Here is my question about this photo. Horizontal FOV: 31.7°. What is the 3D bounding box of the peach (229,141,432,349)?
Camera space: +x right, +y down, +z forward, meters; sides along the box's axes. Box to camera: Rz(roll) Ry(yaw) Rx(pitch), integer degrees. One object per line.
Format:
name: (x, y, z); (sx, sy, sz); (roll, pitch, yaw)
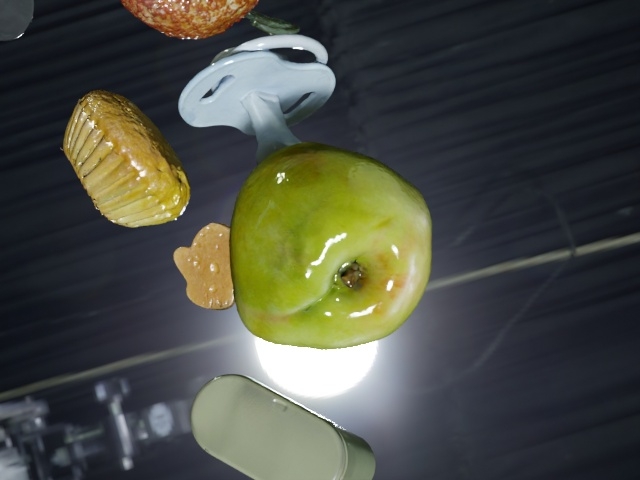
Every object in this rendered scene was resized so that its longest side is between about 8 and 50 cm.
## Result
peach: (0.007, 0.001, 1.646); (0.315, 0.314, 0.281); (-101, -6, -57)

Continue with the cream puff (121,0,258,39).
cream puff: (-0.172, -0.393, 1.569); (0.164, 0.240, 0.240); (44, 154, 59)

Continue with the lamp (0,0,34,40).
lamp: (-0.622, -0.336, 1.812); (0.130, 0.371, 0.108); (59, -144, -33)

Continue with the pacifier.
pacifier: (-0.077, -0.206, 1.825); (0.287, 0.238, 0.226); (4, -119, -51)

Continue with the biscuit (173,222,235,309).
biscuit: (-0.179, 0.038, 1.806); (0.023, 0.118, 0.140); (-24, -48, -73)

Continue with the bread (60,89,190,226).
bread: (-0.295, -0.118, 1.690); (0.240, 0.139, 0.240); (53, 179, 2)

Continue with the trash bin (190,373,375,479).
trash bin: (-0.048, 0.297, 1.666); (0.121, 0.243, 0.247); (-63, -19, -5)

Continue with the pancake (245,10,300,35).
pancake: (-0.096, -0.414, 2.138); (0.129, 0.116, 0.022); (-113, 39, -65)
